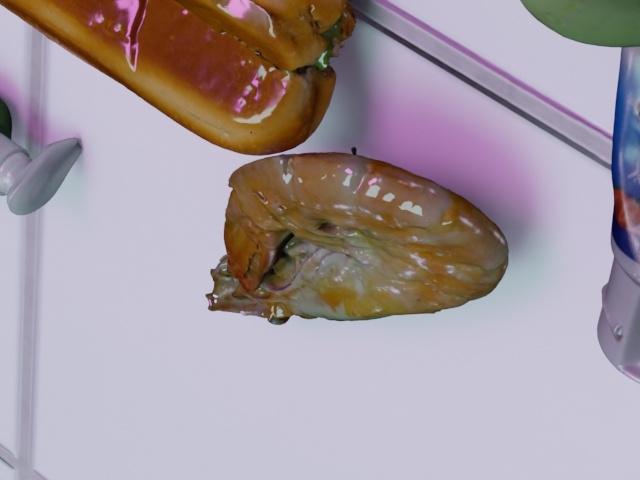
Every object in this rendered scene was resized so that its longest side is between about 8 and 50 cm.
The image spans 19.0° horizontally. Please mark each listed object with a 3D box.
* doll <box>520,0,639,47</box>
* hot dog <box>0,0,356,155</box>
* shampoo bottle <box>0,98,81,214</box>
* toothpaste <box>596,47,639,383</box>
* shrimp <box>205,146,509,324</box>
[{"bbox_3d":[-0.002,-0.179,0.511,0.322,0.186,0.198,19,144,-26],"label":"doll"},{"bbox_3d":[-0.097,-0.137,0.831,0.269,0.072,0.115,37,142,19],"label":"hot dog"},{"bbox_3d":[-0.220,-0.075,1.020,0.204,0.065,0.065,31,139,25],"label":"shampoo bottle"},{"bbox_3d":[0.150,-0.062,0.669,0.096,0.061,0.266,30,133,26],"label":"toothpaste"},{"bbox_3d":[0.000,-0.002,0.849,0.115,0.051,0.217,37,157,-19],"label":"shrimp"}]
